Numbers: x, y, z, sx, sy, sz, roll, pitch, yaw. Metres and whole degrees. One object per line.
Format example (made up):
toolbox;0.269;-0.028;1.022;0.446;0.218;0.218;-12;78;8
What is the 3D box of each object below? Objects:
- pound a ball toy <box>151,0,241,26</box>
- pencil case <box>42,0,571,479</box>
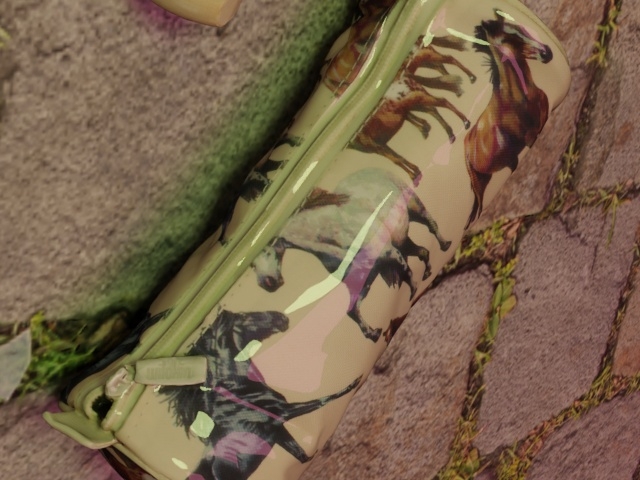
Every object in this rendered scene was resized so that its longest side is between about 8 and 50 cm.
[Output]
pound a ball toy;-0.076;-0.279;0.548;0.208;0.136;0.319;-25;136;-77
pencil case;0.000;0.000;0.772;0.410;0.160;0.183;-55;158;-7
